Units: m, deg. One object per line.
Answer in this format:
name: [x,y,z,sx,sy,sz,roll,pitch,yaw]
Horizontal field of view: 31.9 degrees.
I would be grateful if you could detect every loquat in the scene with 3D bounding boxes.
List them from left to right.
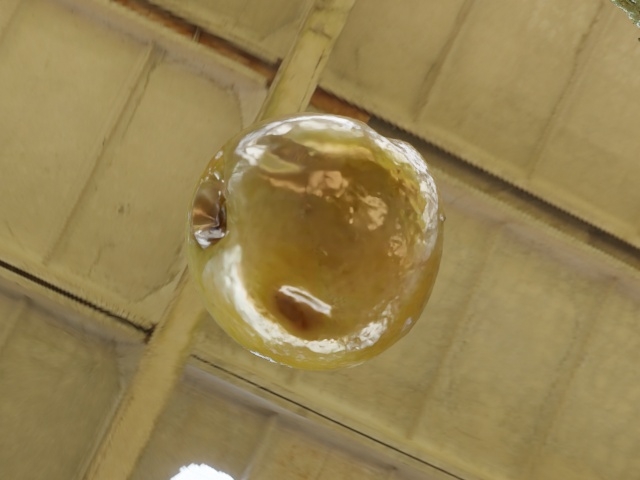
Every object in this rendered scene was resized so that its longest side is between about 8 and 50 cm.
loquat: [-0.003,0.002,0.875,0.213,0.213,0.213,1,-96,-11]

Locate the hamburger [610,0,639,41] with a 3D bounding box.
hamburger: [0.217,-0.193,0.654,0.134,0.284,0.265,-52,-122,23]
